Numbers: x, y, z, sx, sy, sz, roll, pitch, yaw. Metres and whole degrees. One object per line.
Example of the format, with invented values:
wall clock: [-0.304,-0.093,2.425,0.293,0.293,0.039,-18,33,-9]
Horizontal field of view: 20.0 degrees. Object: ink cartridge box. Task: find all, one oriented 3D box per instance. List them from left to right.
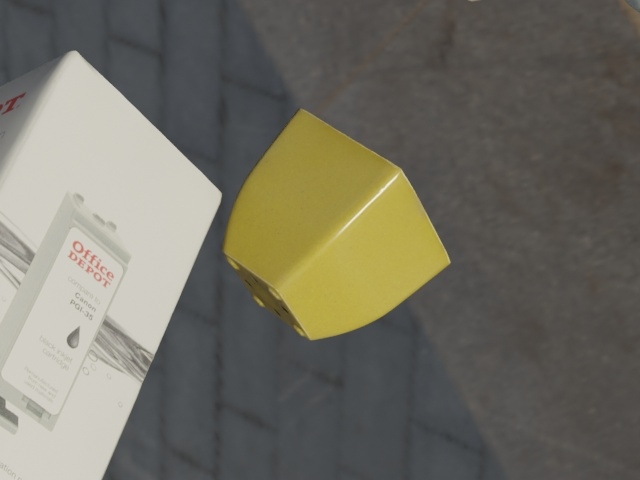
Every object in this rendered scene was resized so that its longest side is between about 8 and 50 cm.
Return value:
ink cartridge box: [-0.191,0.069,0.848,0.207,0.283,0.117,-20,126,38]

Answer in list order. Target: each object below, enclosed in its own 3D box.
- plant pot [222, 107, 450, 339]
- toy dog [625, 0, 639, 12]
plant pot: [0.000,0.000,0.916,0.081,0.083,0.081,34,163,40]
toy dog: [0.282,-0.271,1.338,0.220,0.161,0.333,50,142,43]
